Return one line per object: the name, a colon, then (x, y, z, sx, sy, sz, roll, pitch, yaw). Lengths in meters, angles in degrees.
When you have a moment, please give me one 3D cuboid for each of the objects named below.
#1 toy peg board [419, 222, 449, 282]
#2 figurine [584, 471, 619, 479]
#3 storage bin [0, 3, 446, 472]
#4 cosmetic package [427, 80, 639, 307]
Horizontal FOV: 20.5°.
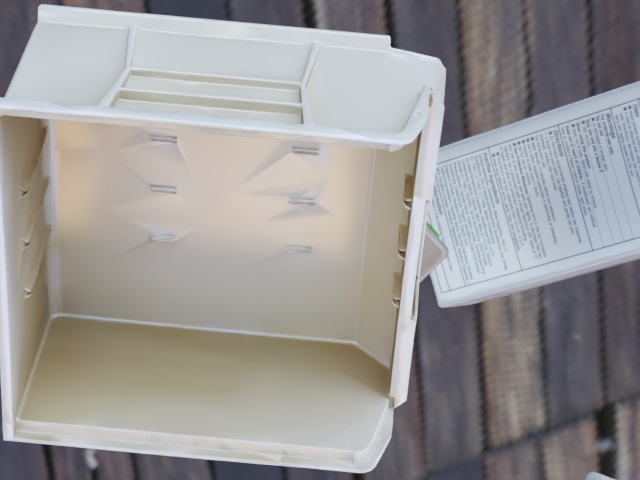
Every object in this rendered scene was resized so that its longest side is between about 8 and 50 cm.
toy peg board: (0.000, 0.000, 1.400, 0.160, 0.079, 0.161, 47, 109, 6)
figurine: (0.263, 0.326, 1.512, 0.215, 0.092, 0.209, 22, 104, -20)
storage bin: (-0.064, 0.004, 1.112, 0.260, 0.123, 0.262, 6, 127, 1)
cosmetic package: (0.244, -0.046, 1.636, 0.129, 0.296, 0.153, -5, 80, -59)
